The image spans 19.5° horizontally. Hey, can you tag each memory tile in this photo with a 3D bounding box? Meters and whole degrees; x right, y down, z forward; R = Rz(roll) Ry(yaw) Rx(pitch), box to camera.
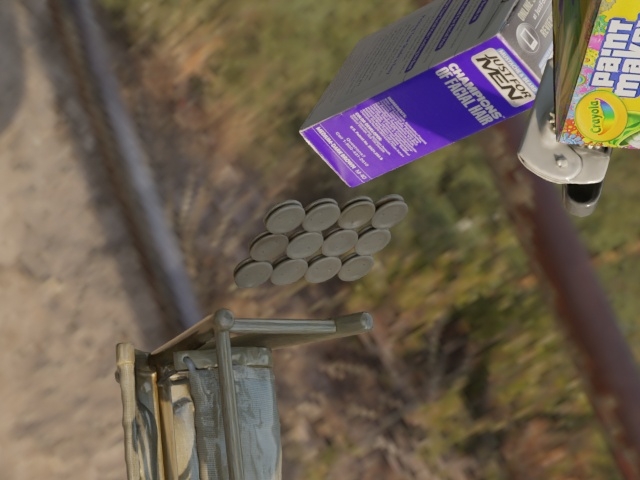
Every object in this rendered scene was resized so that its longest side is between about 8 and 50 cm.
[{"bbox_3d":[0.000,0.000,1.670,0.148,0.113,0.012,-3,50,-32],"label":"memory tile"}]

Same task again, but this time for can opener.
[{"bbox_3d":[0.231,-0.159,1.560,0.074,0.093,0.280,16,70,8],"label":"can opener"}]

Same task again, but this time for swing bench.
[{"bbox_3d":[-0.082,0.205,1.618,0.165,0.255,0.253,3,75,-38],"label":"swing bench"}]

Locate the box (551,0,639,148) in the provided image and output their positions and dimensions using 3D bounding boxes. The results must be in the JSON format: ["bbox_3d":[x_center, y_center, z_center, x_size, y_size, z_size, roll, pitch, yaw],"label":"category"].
[{"bbox_3d":[0.308,-0.200,1.190,0.279,0.290,0.177,4,59,-2],"label":"box"}]

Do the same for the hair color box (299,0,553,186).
[{"bbox_3d":[0.149,-0.200,2.149,0.110,0.339,0.185,46,50,-18],"label":"hair color box"}]
